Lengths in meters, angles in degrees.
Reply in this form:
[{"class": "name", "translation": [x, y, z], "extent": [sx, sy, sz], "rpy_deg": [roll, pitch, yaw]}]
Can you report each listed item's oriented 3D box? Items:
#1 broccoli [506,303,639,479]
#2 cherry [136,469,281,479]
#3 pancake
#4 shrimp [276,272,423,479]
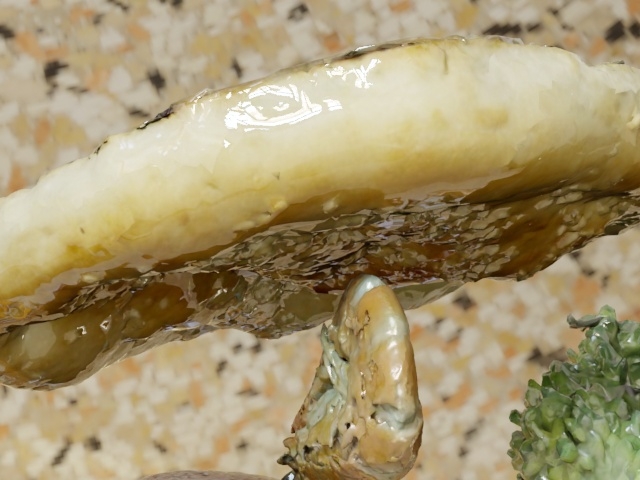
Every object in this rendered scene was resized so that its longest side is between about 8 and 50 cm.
[{"class": "broccoli", "translation": [0.227, 0.108, 0.963], "extent": [0.249, 0.375, 0.302], "rpy_deg": [-31, 101, -17]}, {"class": "cherry", "translation": [-0.036, 0.208, 0.942], "extent": [0.192, 0.250, 0.175], "rpy_deg": [-2, 94, -51]}, {"class": "pancake", "translation": [0.000, 0.000, 0.877], "extent": [0.387, 0.082, 0.387], "rpy_deg": [-12, 169, -2]}, {"class": "shrimp", "translation": [0.014, 0.075, 0.793], "extent": [0.043, 0.091, 0.184], "rpy_deg": [-1, 155, -15]}]
